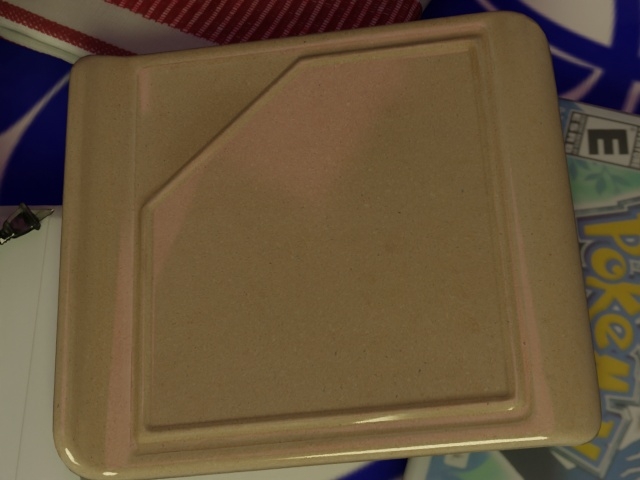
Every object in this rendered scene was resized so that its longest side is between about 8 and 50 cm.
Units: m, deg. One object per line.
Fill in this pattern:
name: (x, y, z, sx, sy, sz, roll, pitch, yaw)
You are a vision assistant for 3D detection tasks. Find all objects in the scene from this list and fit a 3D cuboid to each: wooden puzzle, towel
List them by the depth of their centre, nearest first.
wooden puzzle: (0.000, 0.000, 0.630, 0.239, 0.044, 0.221, -4, 64, 2)
towel: (-0.026, -0.203, 0.796, 0.237, 0.037, 0.329, 22, 59, 16)

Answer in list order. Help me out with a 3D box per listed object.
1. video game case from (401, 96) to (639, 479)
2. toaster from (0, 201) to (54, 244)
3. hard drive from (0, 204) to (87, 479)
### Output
video game case: (0.198, 0.093, 0.607, 0.300, 0.036, 0.329, 14, 59, 10)
toaster: (-0.251, -0.015, 0.600, 0.168, 0.110, 0.185, 30, 63, 18)
hard drive: (-0.258, 0.076, 0.632, 0.307, 0.040, 0.203, -1, 57, 1)
